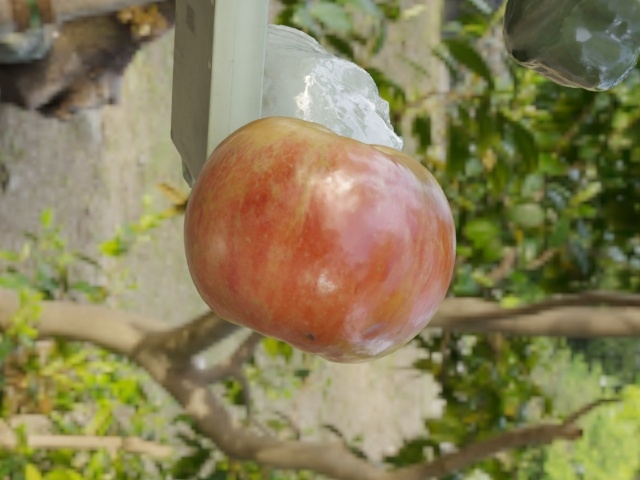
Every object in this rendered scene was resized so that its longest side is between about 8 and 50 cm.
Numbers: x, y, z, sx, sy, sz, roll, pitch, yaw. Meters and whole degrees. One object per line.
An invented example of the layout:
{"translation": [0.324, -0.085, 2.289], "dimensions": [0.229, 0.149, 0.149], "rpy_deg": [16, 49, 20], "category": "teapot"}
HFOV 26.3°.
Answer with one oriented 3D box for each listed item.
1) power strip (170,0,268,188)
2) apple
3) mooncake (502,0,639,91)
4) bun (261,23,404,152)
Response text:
{"translation": [-0.082, -0.164, 1.091], "dimensions": [0.118, 0.046, 0.270], "rpy_deg": [-124, -147, -52], "category": "power strip"}
{"translation": [0.000, 0.000, 1.014], "dimensions": [0.209, 0.209, 0.164], "rpy_deg": [-23, 133, -81], "category": "apple"}
{"translation": [0.247, -0.223, 1.269], "dimensions": [0.168, 0.104, 0.175], "rpy_deg": [142, -33, -64], "category": "mooncake"}
{"translation": [-0.008, -0.084, 1.555], "dimensions": [0.354, 0.194, 0.355], "rpy_deg": [161, -90, -77], "category": "bun"}
